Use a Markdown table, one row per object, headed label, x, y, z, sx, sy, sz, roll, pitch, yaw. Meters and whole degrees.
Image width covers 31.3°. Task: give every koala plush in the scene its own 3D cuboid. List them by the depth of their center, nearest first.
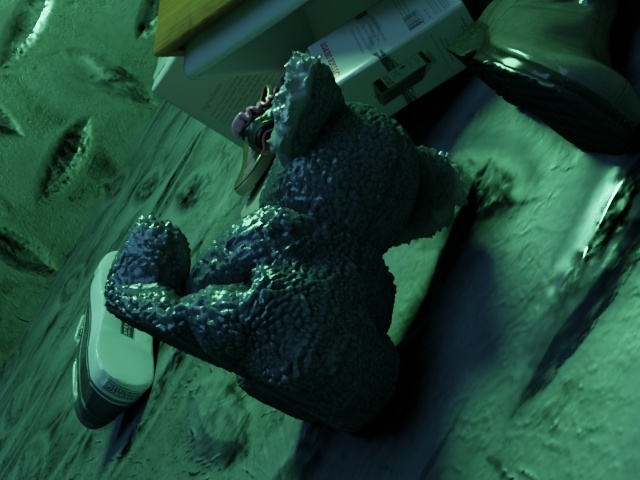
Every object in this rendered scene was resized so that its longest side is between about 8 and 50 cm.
| label | x | y | z | sx | sy | sz | roll | pitch | yaw |
| --- | --- | --- | --- | --- | --- | --- | --- | --- | --- |
| koala plush | 0.000 | 0.000 | 0.788 | 0.203 | 0.196 | 0.221 | 7 | 65 | 60 |

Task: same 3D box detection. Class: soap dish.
| label | x | y | z | sx | sy | sz | roll | pitch | yaw |
| --- | --- | --- | --- | --- | --- | --- | --- | --- | --- |
| soap dish | -0.002 | -0.260 | 1.106 | 0.228 | 0.118 | 0.290 | -13 | -6 | -42 |

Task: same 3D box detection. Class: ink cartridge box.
| label | x | y | z | sx | sy | sz | roll | pitch | yaw |
| --- | --- | --- | --- | --- | --- | --- | --- | --- | --- |
| ink cartridge box | 0.064 | -0.164 | 0.985 | 0.135 | 0.056 | 0.099 | -32 | 33 | 9 |

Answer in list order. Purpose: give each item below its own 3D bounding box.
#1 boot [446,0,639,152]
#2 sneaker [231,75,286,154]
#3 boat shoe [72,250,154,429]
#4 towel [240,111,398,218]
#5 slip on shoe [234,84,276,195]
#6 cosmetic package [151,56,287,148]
| label | x | y | z | sx | sy | sz | roll | pitch | yaw |
| --- | --- | --- | --- | --- | --- | --- | --- | --- | --- |
| boot | 0.173 | -0.156 | 0.732 | 0.161 | 0.083 | 0.246 | -50 | 19 | 9 |
| sneaker | -0.034 | -0.135 | 1.204 | 0.119 | 0.047 | 0.057 | -42 | 62 | 2 |
| boat shoe | -0.265 | 0.125 | 1.467 | 0.102 | 0.108 | 0.301 | -50 | 25 | 23 |
| towel | 0.011 | -0.101 | 1.155 | 0.187 | 0.049 | 0.282 | -61 | 15 | -15 |
| slip on shoe | -0.068 | -0.111 | 1.249 | 0.135 | 0.041 | 0.051 | -63 | 15 | -19 |
| cosmetic package | -0.091 | -0.215 | 1.411 | 0.151 | 0.183 | 0.151 | -54 | 17 | 15 |
